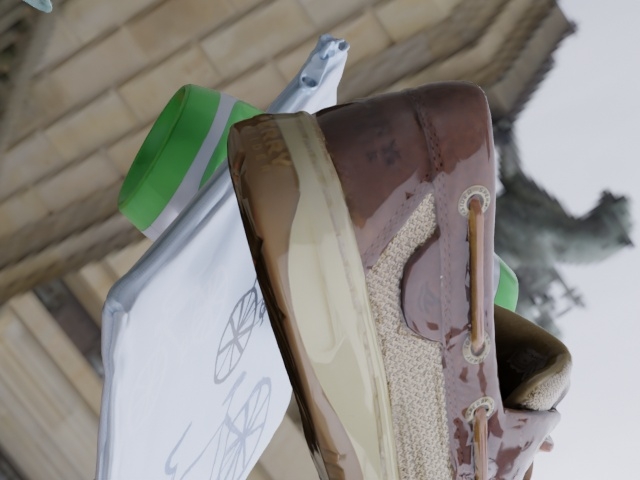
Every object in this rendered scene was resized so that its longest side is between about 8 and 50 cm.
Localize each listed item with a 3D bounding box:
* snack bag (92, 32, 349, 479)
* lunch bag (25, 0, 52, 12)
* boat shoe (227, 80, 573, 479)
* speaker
[{"bbox_3d":[-0.074,0.080,0.918,0.323,0.037,0.343,-55,160,-50],"label":"snack bag"},{"bbox_3d":[-0.157,-0.237,0.940,0.262,0.160,0.223,-2,178,-3],"label":"lunch bag"},{"bbox_3d":[0.057,0.077,0.666,0.123,0.342,0.123,-20,-145,-5],"label":"boat shoe"},{"bbox_3d":[0.000,0.000,1.148,0.131,0.296,0.131,-54,-164,23],"label":"speaker"}]
